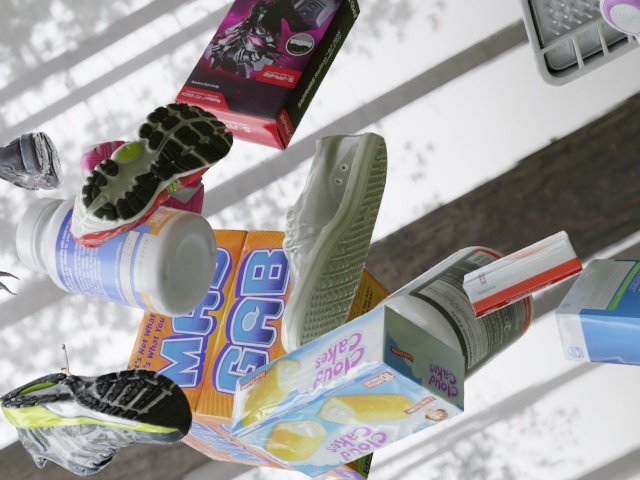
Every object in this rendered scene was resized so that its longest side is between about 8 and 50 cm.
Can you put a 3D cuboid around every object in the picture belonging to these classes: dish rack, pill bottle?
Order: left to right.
[{"bbox_3d":[-0.299,0.012,1.779,0.152,0.272,0.152,-34,-50,-54],"label":"pill bottle"},{"bbox_3d":[0.165,0.130,1.754,0.283,0.161,0.161,-29,-88,-43],"label":"pill bottle"},{"bbox_3d":[0.480,-0.479,2.272,0.072,0.285,0.333,51,166,56],"label":"dish rack"}]

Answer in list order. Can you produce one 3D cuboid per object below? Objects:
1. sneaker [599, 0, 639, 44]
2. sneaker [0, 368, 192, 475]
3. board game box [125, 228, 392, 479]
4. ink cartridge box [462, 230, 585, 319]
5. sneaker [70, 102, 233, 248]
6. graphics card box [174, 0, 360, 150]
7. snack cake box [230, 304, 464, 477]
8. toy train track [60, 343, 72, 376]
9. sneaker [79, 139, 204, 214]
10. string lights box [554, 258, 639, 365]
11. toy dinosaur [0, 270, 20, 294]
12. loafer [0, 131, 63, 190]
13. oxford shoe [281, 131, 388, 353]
[{"bbox_3d":[0.571,-0.377,2.056,0.305,0.114,0.152,36,-123,-44],"label":"sneaker"},{"bbox_3d":[-0.282,0.243,1.614,0.111,0.300,0.121,-41,-59,-48],"label":"sneaker"},{"bbox_3d":[-0.098,0.213,2.322,0.356,0.356,0.356,45,-126,-53],"label":"board game box"},{"bbox_3d":[0.246,0.041,1.519,0.045,0.145,0.179,65,-171,1],"label":"ink cartridge box"},{"bbox_3d":[-0.228,-0.085,1.616,0.107,0.118,0.279,46,-131,5],"label":"sneaker"},{"bbox_3d":[-0.099,-0.363,2.427,0.371,0.233,0.094,-62,-28,-26],"label":"graphics card box"},{"bbox_3d":[0.033,0.194,1.549,0.152,0.264,0.089,35,-138,-31],"label":"snack cake box"},{"bbox_3d":[-0.483,0.235,2.333,0.048,0.014,0.083,22,121,57],"label":"toy train track"},{"bbox_3d":[-0.295,-0.085,1.928,0.252,0.111,0.103,27,-113,-55],"label":"sneaker"},{"bbox_3d":[0.431,0.088,1.487,0.133,0.260,0.077,-45,-54,-44],"label":"string lights box"},{"bbox_3d":[-0.717,0.055,2.370,0.313,0.160,0.121,-6,-86,-78],"label":"toy dinosaur"},{"bbox_3d":[-0.545,-0.145,2.290,0.302,0.095,0.109,137,120,-87],"label":"loafer"},{"bbox_3d":[0.000,0.000,1.958,0.169,0.130,0.449,79,-157,-48],"label":"oxford shoe"}]
